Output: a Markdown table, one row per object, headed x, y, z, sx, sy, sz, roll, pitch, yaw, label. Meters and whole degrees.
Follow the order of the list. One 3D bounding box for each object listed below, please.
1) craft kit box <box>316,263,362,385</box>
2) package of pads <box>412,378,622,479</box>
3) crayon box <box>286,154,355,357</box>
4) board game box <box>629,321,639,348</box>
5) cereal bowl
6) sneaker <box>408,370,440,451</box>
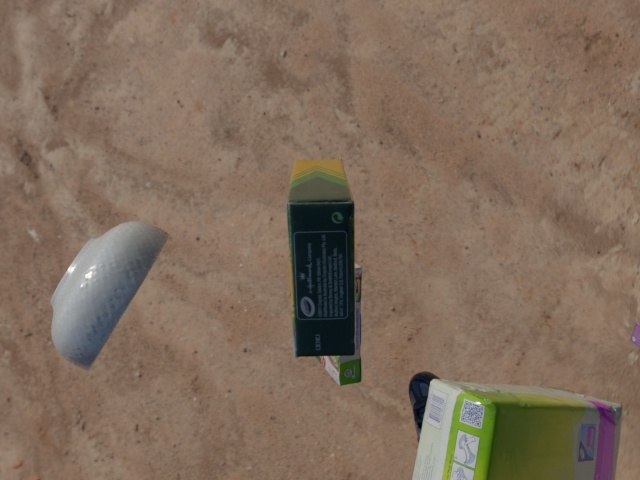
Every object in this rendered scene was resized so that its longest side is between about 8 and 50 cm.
| x | y | z | sx | sy | sz | roll | pitch | yaw | label |
| --- | --- | --- | --- | --- | --- | --- | --- | --- | --- |
| 0.015 | 0.144 | 1.146 | 0.250 | 0.060 | 0.247 | -150 | 59 | -65 | craft kit box |
| 0.226 | 0.288 | 0.612 | 0.101 | 0.296 | 0.229 | 5 | 82 | 54 | package of pads |
| 0.000 | 0.000 | 0.780 | 0.083 | 0.323 | 0.203 | -1 | 109 | 0 | crayon box |
| 0.697 | 0.236 | 0.878 | 0.208 | 0.347 | 0.056 | 19 | 102 | 4 | board game box |
| -0.470 | 0.096 | 1.142 | 0.339 | 0.141 | 0.339 | -51 | 17 | 23 | cereal bowl |
| 0.246 | 0.424 | 1.114 | 0.112 | 0.131 | 0.319 | -57 | 44 | 37 | sneaker |
